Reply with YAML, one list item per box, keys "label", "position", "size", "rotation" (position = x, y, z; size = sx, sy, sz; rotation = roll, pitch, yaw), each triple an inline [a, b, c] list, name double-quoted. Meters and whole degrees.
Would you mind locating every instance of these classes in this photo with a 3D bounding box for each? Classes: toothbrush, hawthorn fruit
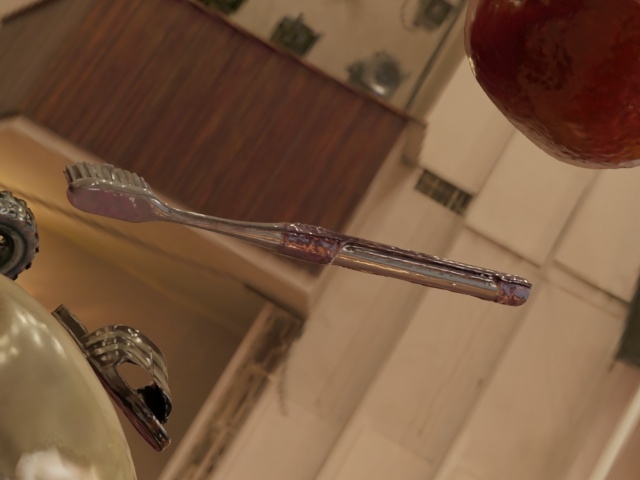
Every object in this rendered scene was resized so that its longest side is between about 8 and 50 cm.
- label: "toothbrush"
  position: [0.000, 0.000, 0.833]
  size: [0.354, 0.024, 0.029]
  rotation: [13, 36, -35]
- label: "hawthorn fruit"
  position: [0.169, -0.143, 0.801]
  size: [0.196, 0.197, 0.225]
  rotation: [15, 2, 43]

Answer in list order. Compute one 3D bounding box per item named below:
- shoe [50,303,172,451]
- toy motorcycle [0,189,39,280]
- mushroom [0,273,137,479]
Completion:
- label: "shoe"
  position: [-0.144, 0.085, 0.964]
  size: [0.179, 0.049, 0.071]
  rotation: [36, -20, 54]
- label: "toy motorcycle"
  position: [-0.481, 0.028, 1.245]
  size: [0.237, 0.410, 0.169]
  rotation: [67, -3, -46]
- label: "mushroom"
  position: [-0.272, 0.143, 0.704]
  size: [0.356, 0.315, 0.315]
  rotation: [11, -26, 47]
